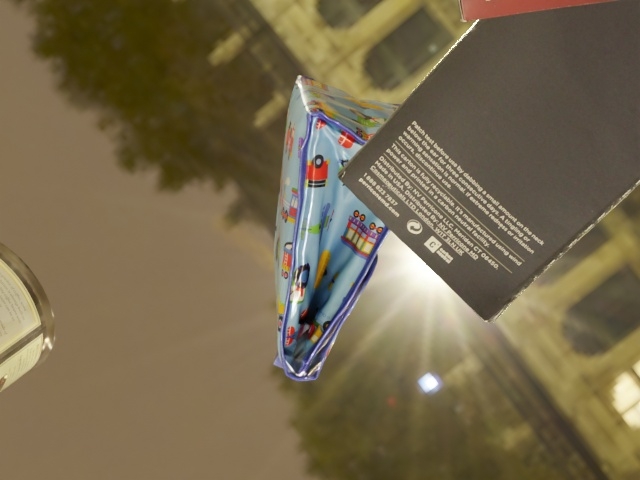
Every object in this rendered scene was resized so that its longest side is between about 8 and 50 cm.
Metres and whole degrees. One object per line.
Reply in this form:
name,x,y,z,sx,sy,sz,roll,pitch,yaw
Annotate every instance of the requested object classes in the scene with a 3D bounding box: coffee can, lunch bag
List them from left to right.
coffee can,-0.493,0.138,2.146,0.201,0.201,0.275,51,-137,0
lunch bag,0.000,0.000,1.802,0.138,0.293,0.221,16,-167,-7

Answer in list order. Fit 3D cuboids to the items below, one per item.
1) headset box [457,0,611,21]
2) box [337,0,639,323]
headset box,0.195,-0.236,1.069,0.218,0.293,0.110,-78,-21,-61
box,0.228,-0.152,1.430,0.179,0.312,0.343,45,-143,0
